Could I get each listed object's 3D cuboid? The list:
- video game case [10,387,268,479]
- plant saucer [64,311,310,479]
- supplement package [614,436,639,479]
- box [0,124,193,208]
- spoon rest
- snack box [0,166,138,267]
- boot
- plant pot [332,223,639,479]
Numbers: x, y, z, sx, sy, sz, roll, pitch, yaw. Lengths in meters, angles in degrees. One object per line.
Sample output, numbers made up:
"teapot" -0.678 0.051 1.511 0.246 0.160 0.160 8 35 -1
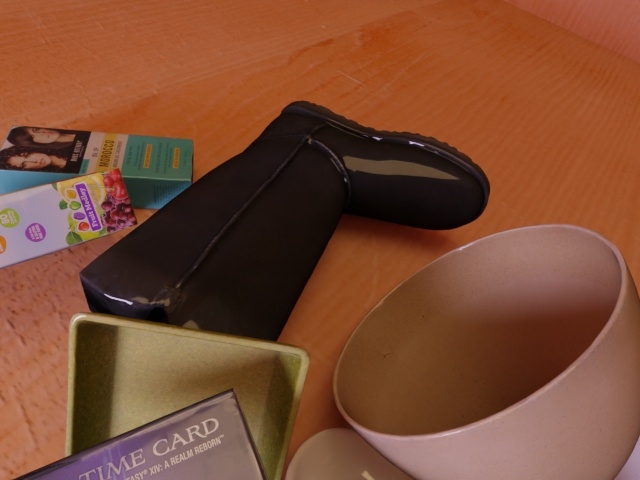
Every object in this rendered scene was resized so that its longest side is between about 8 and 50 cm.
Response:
"video game case" -0.097 0.253 0.263 0.195 0.026 0.274 -18 58 -19
"plant saucer" -0.118 0.150 0.399 0.188 0.189 0.045 11 19 -6
"supplement package" 0.402 0.220 0.406 0.145 0.262 0.204 -3 49 -18
"box" -0.308 -0.103 0.643 0.244 0.060 0.101 1 48 -15
"spoon rest" 0.078 0.278 0.376 0.137 0.084 0.276 -14 54 -49
"snack box" -0.324 -0.011 0.480 0.207 0.174 0.070 -21 101 -32
"boot" -0.002 0.000 0.574 0.366 0.146 0.445 21 42 15
"plant pot" 0.180 0.144 0.444 0.191 0.284 0.284 55 48 -12
